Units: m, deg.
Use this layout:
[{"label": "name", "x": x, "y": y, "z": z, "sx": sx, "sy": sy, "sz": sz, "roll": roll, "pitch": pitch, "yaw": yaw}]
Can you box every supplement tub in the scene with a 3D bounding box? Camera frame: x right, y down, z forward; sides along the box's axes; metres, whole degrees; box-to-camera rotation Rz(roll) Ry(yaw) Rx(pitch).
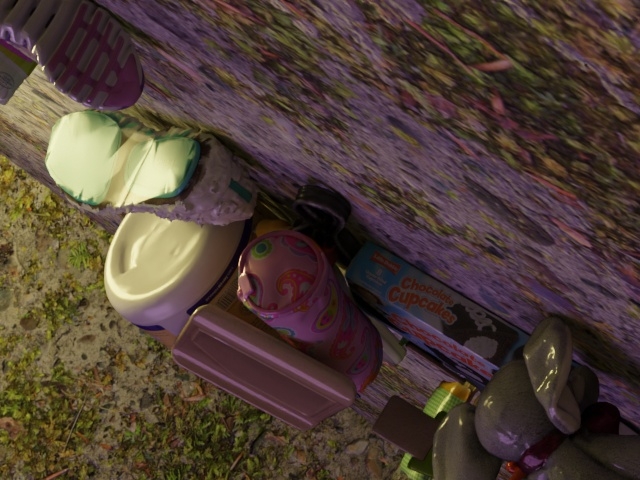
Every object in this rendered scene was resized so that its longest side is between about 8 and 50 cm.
[{"label": "supplement tub", "x": -0.111, "y": 0.076, "z": 2.092, "sx": 0.331, "sy": 0.241, "sz": 0.241, "roll": 40, "pitch": 169, "yaw": -38}]

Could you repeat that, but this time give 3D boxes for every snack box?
[{"label": "snack box", "x": 0.185, "y": 0.125, "z": 1.886, "sx": 0.322, "sy": 0.060, "sz": 0.187, "roll": 31, "pitch": 170, "yaw": 14}]

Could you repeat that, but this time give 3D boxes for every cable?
[{"label": "cable", "x": 0.000, "y": 0.000, "z": 1.830, "sx": 0.139, "sy": 0.072, "sz": 0.287, "roll": 30, "pitch": 172, "yaw": -6}]

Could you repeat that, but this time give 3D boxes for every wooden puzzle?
[{"label": "wooden puzzle", "x": -0.074, "y": 0.158, "z": 1.890, "sx": 0.221, "sy": 0.044, "sz": 0.239, "roll": 28, "pitch": 159, "yaw": -4}]

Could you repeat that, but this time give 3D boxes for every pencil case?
[{"label": "pencil case", "x": -0.009, "y": 0.097, "z": 1.863, "sx": 0.124, "sy": 0.124, "sz": 0.284, "roll": 28, "pitch": 165, "yaw": 29}]

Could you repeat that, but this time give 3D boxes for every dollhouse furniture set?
[{"label": "dollhouse furniture set", "x": 0.145, "y": 0.250, "z": 2.266, "sx": 0.151, "sy": 0.198, "sz": 0.301, "roll": 31, "pitch": 171, "yaw": 1}]

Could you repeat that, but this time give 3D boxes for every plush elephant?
[{"label": "plush elephant", "x": 0.272, "y": 0.233, "z": 1.650, "sx": 0.330, "sy": 0.272, "sz": 0.255, "roll": 0, "pitch": -119, "yaw": -43}]

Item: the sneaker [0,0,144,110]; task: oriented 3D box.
[{"label": "sneaker", "x": -0.275, "y": -0.216, "z": 1.598, "sx": 0.236, "sy": 0.095, "sz": 0.104, "roll": 36, "pitch": 179, "yaw": 15}]

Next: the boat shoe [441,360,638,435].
[{"label": "boat shoe", "x": 0.277, "y": 0.231, "z": 2.010, "sx": 0.319, "sy": 0.099, "sz": 0.116, "roll": 29, "pitch": 172, "yaw": 28}]

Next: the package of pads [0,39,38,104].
[{"label": "package of pads", "x": -0.507, "y": -0.291, "z": 1.960, "sx": 0.229, "sy": 0.101, "sz": 0.296, "roll": 41, "pitch": 169, "yaw": -34}]

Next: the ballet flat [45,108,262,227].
[{"label": "ballet flat", "x": -0.219, "y": -0.080, "z": 1.953, "sx": 0.147, "sy": 0.147, "sz": 0.409, "roll": 39, "pitch": 167, "yaw": -35}]

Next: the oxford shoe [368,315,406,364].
[{"label": "oxford shoe", "x": -0.067, "y": 0.090, "z": 2.399, "sx": 0.449, "sy": 0.130, "sz": 0.169, "roll": 30, "pitch": 169, "yaw": 11}]

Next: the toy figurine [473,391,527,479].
[{"label": "toy figurine", "x": 0.313, "y": 0.337, "z": 2.368, "sx": 0.209, "sy": 0.148, "sz": 0.213, "roll": 40, "pitch": 173, "yaw": -6}]
